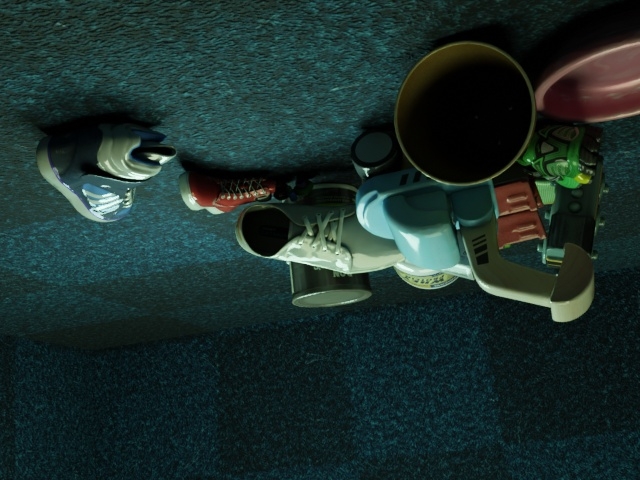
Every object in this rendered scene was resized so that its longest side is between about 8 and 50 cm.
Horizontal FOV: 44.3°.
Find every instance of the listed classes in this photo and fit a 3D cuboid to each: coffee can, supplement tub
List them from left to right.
[{"bbox_3d":[0.014,0.016,1.999,0.202,0.275,0.201,-6,165,-2],"label":"coffee can"},{"bbox_3d":[0.299,0.012,2.200,0.228,0.228,0.316,-10,165,12],"label":"supplement tub"}]

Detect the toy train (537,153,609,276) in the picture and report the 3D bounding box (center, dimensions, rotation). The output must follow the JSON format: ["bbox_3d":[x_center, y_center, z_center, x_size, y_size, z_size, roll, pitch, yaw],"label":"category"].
[{"bbox_3d":[0.600,-0.072,1.849,0.142,0.333,0.190,10,163,17],"label":"toy train"}]

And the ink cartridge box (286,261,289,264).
[{"bbox_3d":[0.000,0.000,2.246,0.198,0.115,0.067,-11,164,14],"label":"ink cartridge box"}]

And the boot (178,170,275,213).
[{"bbox_3d":[-0.202,-0.121,1.779,0.176,0.088,0.244,-11,172,15],"label":"boot"}]

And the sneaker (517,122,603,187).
[{"bbox_3d":[0.464,-0.183,1.562,0.146,0.134,0.343,12,-176,12],"label":"sneaker"}]

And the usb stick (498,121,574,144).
[{"bbox_3d":[0.417,-0.220,1.741,0.278,0.045,0.077,-8,171,6],"label":"usb stick"}]

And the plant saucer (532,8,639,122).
[{"bbox_3d":[0.535,-0.309,1.385,0.332,0.084,0.332,-6,166,-2],"label":"plant saucer"}]

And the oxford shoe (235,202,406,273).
[{"bbox_3d":[0.009,-0.014,1.827,0.449,0.169,0.130,4,174,11],"label":"oxford shoe"}]

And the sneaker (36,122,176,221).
[{"bbox_3d":[-0.381,-0.130,1.568,0.236,0.130,0.323,-6,160,13],"label":"sneaker"}]

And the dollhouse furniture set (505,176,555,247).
[{"bbox_3d":[0.550,-0.083,2.099,0.302,0.151,0.197,-10,165,11],"label":"dollhouse furniture set"}]

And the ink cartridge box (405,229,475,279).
[{"bbox_3d":[0.334,-0.015,1.918,0.189,0.232,0.066,14,142,33],"label":"ink cartridge box"}]

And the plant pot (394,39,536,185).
[{"bbox_3d":[0.284,-0.217,1.410,0.237,0.237,0.254,-13,178,25],"label":"plant pot"}]

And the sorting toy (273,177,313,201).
[{"bbox_3d":[-0.070,-0.128,1.886,0.102,0.061,0.042,-17,129,13],"label":"sorting toy"}]

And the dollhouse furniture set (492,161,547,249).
[{"bbox_3d":[0.336,-0.071,1.882,0.374,0.152,0.201,-13,-158,21],"label":"dollhouse furniture set"}]

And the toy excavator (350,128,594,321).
[{"bbox_3d":[0.290,-0.020,1.577,0.433,0.445,0.222,-11,146,13],"label":"toy excavator"}]
